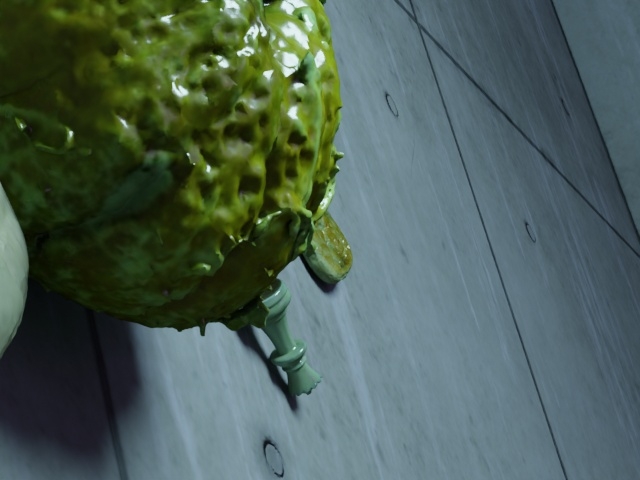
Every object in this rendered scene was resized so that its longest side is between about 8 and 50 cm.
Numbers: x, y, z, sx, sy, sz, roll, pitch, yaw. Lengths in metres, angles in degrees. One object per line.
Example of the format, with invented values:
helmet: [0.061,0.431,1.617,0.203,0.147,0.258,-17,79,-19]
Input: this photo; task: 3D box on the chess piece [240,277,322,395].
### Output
chess piece: [-0.027,0.075,1.344,0.042,0.042,0.093,-80,149,-61]

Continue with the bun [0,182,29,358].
bun: [-0.234,-0.025,0.678,0.273,0.168,0.273,50,12,-15]

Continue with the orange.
orange: [-0.103,-0.096,1.051,0.300,0.223,0.301,38,32,-45]

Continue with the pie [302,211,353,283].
pie: [-0.001,-0.002,1.546,0.084,0.021,0.084,49,27,-35]
